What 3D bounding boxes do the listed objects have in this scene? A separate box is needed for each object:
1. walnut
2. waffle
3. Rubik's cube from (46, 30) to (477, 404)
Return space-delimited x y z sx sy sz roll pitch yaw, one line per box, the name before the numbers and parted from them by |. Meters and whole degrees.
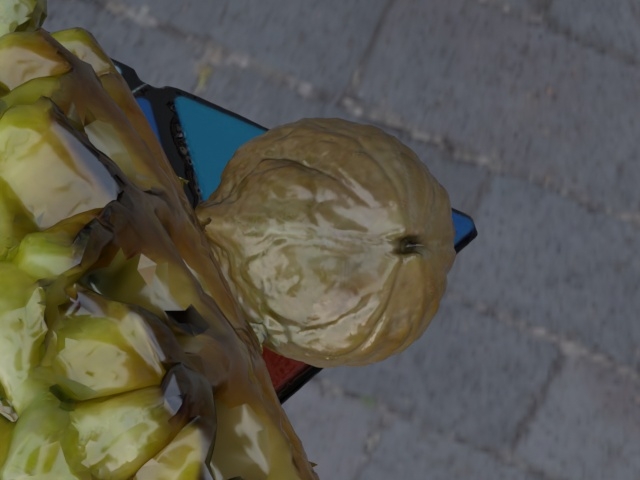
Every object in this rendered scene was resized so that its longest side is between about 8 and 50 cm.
walnut | 0.000 0.000 0.783 0.124 0.105 0.105 12 125 48
waffle | -0.031 0.055 0.479 0.059 0.238 0.243 -26 137 0
Rubik's cube | -0.050 0.064 0.921 0.250 0.234 0.284 1 124 4
